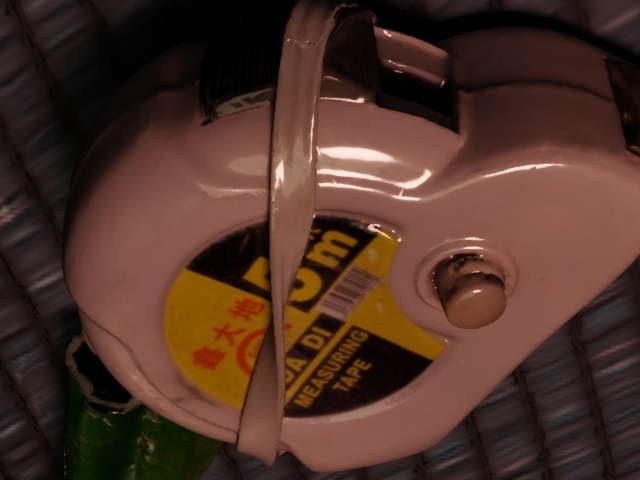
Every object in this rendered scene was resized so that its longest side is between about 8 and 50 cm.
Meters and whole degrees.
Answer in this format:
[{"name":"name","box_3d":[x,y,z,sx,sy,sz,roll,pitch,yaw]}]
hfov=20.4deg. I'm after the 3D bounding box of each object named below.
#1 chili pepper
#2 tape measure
[{"name":"chili pepper","box_3d":[-0.093,0.129,0.890,0.088,0.059,0.227,8,138,-7]},{"name":"tape measure","box_3d":[0.000,0.000,0.699,0.197,0.120,0.236,23,129,-23]}]
